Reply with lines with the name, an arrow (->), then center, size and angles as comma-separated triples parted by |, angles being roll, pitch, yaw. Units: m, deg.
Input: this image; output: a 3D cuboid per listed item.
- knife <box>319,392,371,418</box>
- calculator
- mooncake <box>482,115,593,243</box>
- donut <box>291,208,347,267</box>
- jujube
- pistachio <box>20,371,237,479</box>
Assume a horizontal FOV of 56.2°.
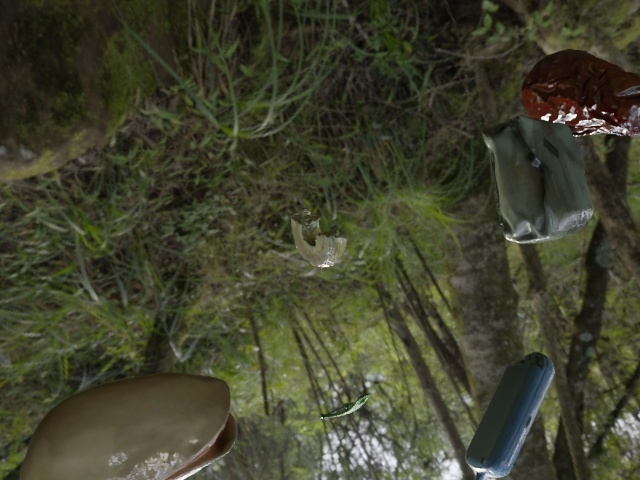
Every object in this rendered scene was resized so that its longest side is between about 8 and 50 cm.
knife -> 0.059, 0.322, 1.166 | 0.078, 0.022, 0.166 | -22, 166, -29
calculator -> 0.275, 0.257, 0.878 | 0.210, 0.039, 0.121 | -59, 175, -15
mooncake -> 0.440, -0.118, 1.223 | 0.254, 0.250, 0.136 | -5, 170, -42
donut -> -0.002, 0.003, 1.368 | 0.065, 0.108, 0.166 | -21, -146, -32
jujube -> 0.638, -0.341, 1.423 | 0.216, 0.216, 0.342 | -28, -146, -10
pistachio -> -0.267, 0.291, 0.859 | 0.299, 0.187, 0.187 | -14, 174, -17
